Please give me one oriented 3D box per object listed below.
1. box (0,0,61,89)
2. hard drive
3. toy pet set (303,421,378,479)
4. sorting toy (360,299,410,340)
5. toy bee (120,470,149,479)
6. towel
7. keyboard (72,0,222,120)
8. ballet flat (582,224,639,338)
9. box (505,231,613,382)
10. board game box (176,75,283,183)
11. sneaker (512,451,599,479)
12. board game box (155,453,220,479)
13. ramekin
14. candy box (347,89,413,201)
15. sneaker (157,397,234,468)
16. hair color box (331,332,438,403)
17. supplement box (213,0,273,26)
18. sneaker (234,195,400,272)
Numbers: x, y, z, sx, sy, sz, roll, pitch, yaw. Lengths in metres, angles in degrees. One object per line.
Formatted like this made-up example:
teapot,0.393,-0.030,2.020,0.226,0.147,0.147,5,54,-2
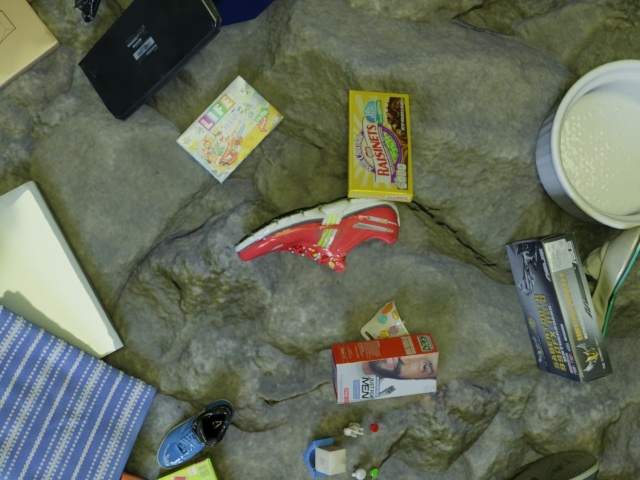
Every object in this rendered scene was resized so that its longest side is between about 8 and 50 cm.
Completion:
box,-0.559,-0.329,1.360,0.201,0.021,0.164,-38,91,-6
hard drive,-0.482,0.085,1.339,0.203,0.040,0.307,-29,91,-6
toy pet set,0.034,0.366,1.373,0.114,0.065,0.122,1,90,-40
sorting toy,0.110,0.157,1.392,0.075,0.045,0.083,-30,90,14
toy bee,-0.370,0.507,1.284,0.195,0.162,0.298,48,53,-16
towel,-0.424,0.249,1.224,0.336,0.040,0.243,34,51,-22
keyboard,-0.284,-0.332,1.269,0.033,0.317,0.201,-37,97,-47
ballet flat,0.458,0.071,1.355,0.086,0.086,0.248,4,125,-5
box,0.382,0.105,1.342,0.056,0.183,0.231,-15,89,-7
board game box,-0.151,-0.185,1.386,0.103,0.026,0.154,42,85,-2
sneaker,0.380,0.449,1.389,0.222,0.083,0.118,-25,109,-12
board game box,-0.190,0.453,1.345,0.092,0.043,0.181,-22,89,-5
ramekin,0.500,-0.152,1.387,0.277,0.135,0.277,0,87,-6
candy box,0.097,-0.159,1.365,0.105,0.027,0.205,2,61,-3
sneaker,-0.204,0.316,1.329,0.152,0.084,0.058,-37,91,-5
hair color box,0.105,0.211,1.356,0.167,0.053,0.093,-7,126,-6
supplement box,-0.206,-0.527,1.278,0.194,0.195,0.356,-28,90,-39
sneaker,0.000,0.000,1.355,0.279,0.107,0.118,-15,94,-5
